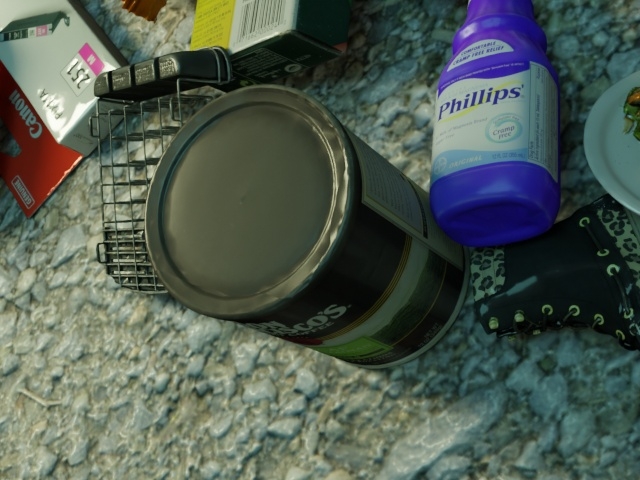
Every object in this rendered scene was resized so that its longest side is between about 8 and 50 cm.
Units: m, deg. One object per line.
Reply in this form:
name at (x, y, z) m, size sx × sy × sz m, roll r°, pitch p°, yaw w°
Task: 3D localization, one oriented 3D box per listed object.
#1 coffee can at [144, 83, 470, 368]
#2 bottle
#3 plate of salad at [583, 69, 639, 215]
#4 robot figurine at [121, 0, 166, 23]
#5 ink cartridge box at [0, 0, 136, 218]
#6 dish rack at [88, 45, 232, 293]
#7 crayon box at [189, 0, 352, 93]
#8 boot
coffee can at (0.000, 0.000, 0.932) m, size 0.202 × 0.275 × 0.201 m, roll -9°, pitch 71°, yaw 27°
bottle at (0.170, -0.133, 0.962) m, size 0.118 × 0.092 × 0.282 m, roll -12°, pitch 54°, yaw 31°
plate of salad at (0.334, -0.092, 0.877) m, size 0.200 × 0.048 × 0.199 m, roll -4°, pitch 54°, yaw 5°
robot figurine at (-0.218, -0.415, 1.251) m, size 0.211 × 0.085 × 0.291 m, roll -48°, pitch 44°, yaw 26°
ink cartridge box at (-0.384, -0.206, 1.333) m, size 0.239 × 0.060 × 0.275 m, roll -45°, pitch 59°, yaw 8°
dish rack at (-0.185, -0.076, 1.137) m, size 0.208 × 0.074 × 0.271 m, roll -1°, pitch 92°, yaw 50°
crayon box at (-0.047, -0.343, 1.141) m, size 0.202 × 0.081 × 0.318 m, roll -9°, pitch 70°, yaw 49°
boot at (0.237, 0.072, 0.891) m, size 0.179 × 0.085 × 0.236 m, roll -21°, pitch 54°, yaw 23°
